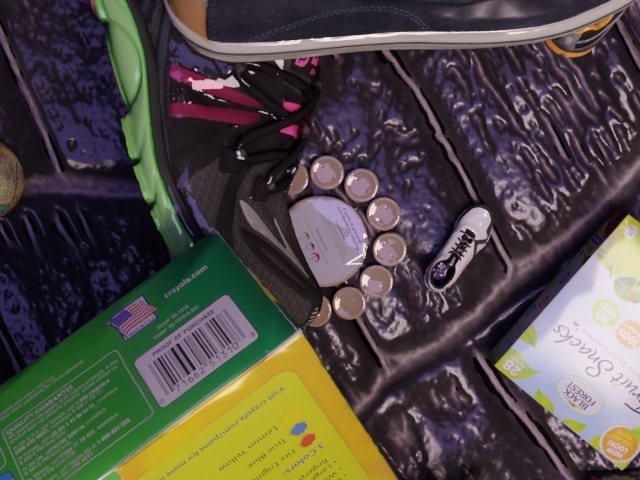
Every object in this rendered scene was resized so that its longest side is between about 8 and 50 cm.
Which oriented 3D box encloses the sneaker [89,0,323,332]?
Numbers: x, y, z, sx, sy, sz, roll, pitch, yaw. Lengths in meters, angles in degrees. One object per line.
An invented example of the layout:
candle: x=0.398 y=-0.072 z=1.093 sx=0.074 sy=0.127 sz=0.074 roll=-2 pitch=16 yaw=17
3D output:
sneaker: x=-0.083 y=-0.133 z=1.054 sx=0.202 sy=0.185 sz=0.482 roll=-16 pitch=94 yaw=9

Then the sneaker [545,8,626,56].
sneaker: x=0.292 y=-0.280 z=1.050 sx=0.084 sy=0.083 sz=0.215 roll=25 pitch=98 yaw=4

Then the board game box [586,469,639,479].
board game box: x=0.374 y=0.315 z=1.139 sx=0.170 sy=0.048 sz=0.141 roll=-3 pitch=95 yaw=7

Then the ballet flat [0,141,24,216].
ballet flat: x=-0.470 y=-0.142 z=1.132 sx=0.348 sy=0.123 sz=0.123 roll=37 pitch=100 yaw=0

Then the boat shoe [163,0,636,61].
boat shoe: x=0.109 y=-0.273 z=0.928 sx=0.500 sy=0.156 sz=0.186 roll=-9 pitch=61 yaw=-7

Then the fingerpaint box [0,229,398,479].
fingerpaint box: x=-0.168 y=0.264 z=0.978 sx=0.445 sy=0.163 sz=0.371 roll=-37 pitch=137 yaw=-6

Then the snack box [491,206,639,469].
snack box: x=0.308 y=0.100 z=1.106 sx=0.174 sy=0.070 sz=0.207 roll=39 pitch=101 yaw=-1

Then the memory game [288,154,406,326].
memory game: x=0.000 y=0.000 z=1.153 sx=0.186 sy=0.012 sz=0.186 roll=1 pitch=97 yaw=6

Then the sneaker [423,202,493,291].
sneaker: x=0.147 y=0.010 z=1.124 sx=0.040 sy=0.044 sz=0.109 roll=31 pitch=98 yaw=3
